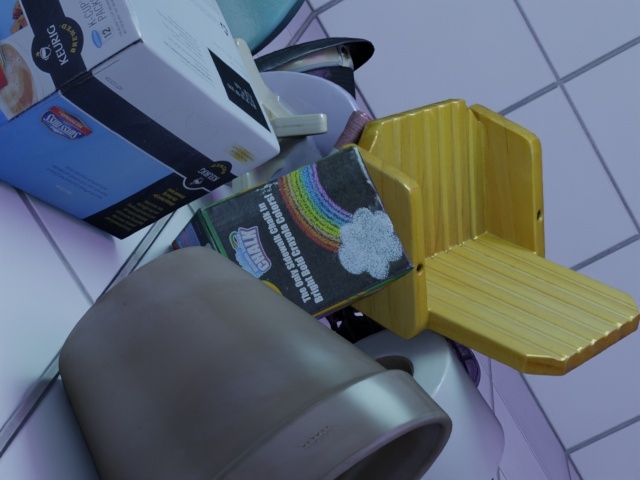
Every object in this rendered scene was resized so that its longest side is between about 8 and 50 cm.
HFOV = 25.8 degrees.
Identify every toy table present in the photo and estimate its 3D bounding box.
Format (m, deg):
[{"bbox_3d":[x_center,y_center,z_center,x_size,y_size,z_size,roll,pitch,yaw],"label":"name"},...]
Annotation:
[{"bbox_3d":[-0.092,-0.153,1.987,0.161,0.274,0.252,-8,83,-69],"label":"toy table"}]

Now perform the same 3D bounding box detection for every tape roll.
[{"bbox_3d":[0.108,0.258,1.916,0.169,0.246,0.246,55,14,-26],"label":"tape roll"}]

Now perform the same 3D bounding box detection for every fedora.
[{"bbox_3d":[-0.038,-0.204,2.228,0.334,0.334,0.152,0,71,-76],"label":"fedora"}]

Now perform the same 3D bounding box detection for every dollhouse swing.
[{"bbox_3d":[0.254,-0.017,1.922,0.347,0.305,0.315,-20,111,-48],"label":"dollhouse swing"}]

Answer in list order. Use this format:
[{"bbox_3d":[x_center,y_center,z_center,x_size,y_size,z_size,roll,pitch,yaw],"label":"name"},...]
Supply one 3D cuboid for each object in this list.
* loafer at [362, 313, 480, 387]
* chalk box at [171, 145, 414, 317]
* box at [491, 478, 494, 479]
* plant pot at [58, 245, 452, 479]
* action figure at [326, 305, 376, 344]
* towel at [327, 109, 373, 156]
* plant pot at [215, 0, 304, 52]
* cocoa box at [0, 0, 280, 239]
[{"bbox_3d":[0.109,0.117,2.039,0.302,0.095,0.109,51,46,-10],"label":"loafer"},{"bbox_3d":[-0.066,0.030,1.750,0.180,0.289,0.179,65,-20,5],"label":"chalk box"},{"bbox_3d":[0.206,0.371,2.413,0.318,0.097,0.395,59,12,-28],"label":"box"},{"bbox_3d":[-0.088,0.167,1.288,0.280,0.323,0.323,49,8,18],"label":"plant pot"},{"bbox_3d":[0.064,0.143,2.200,0.141,0.164,0.276,47,13,-34],"label":"action figure"},{"bbox_3d":[0.012,-0.017,2.013,0.037,0.329,0.237,30,2,20],"label":"towel"},{"bbox_3d":[-0.163,-0.394,2.209,0.247,0.252,0.248,60,12,-7],"label":"plant pot"},{"bbox_3d":[-0.239,-0.182,1.498,0.231,0.228,0.347,66,13,22],"label":"cocoa box"}]
